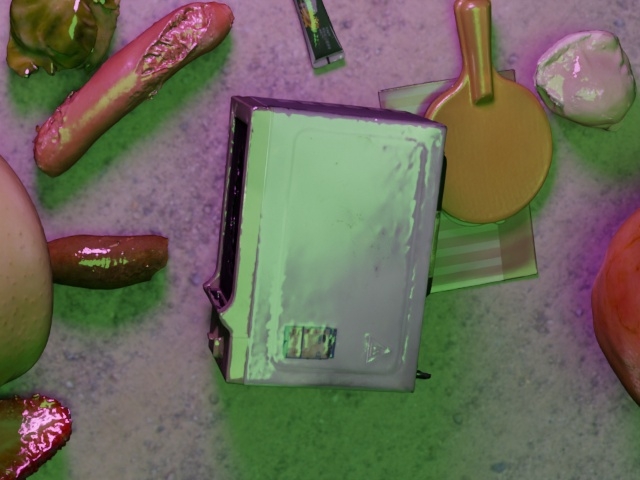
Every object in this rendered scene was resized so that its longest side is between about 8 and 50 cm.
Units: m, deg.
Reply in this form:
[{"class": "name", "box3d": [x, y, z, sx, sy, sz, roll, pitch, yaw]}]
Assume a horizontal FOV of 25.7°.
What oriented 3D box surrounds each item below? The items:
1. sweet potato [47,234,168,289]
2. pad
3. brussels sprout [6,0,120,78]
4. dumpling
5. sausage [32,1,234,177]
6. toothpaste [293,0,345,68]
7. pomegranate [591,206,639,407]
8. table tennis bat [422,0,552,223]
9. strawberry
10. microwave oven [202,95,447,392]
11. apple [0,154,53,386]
[{"class": "sweet potato", "box3d": [-0.320, 0.033, 1.863, 0.243, 0.077, 0.077, -5, 101, -12]}, {"class": "pad", "box3d": [0.197, -0.079, 1.980, 0.202, 0.005, 0.300, -10, 102, -10]}, {"class": "brussels sprout", "box3d": [-0.331, -0.293, 1.795, 0.139, 0.100, 0.181, 28, 107, 4]}, {"class": "dumpling", "box3d": [0.373, -0.223, 1.940, 0.199, 0.118, 0.136, 29, 85, -43]}, {"class": "sausage", "box3d": [-0.248, -0.207, 1.829, 0.326, 0.087, 0.079, -40, 69, -2]}, {"class": "toothpaste", "box3d": [-0.021, -0.332, 1.879, 0.049, 0.031, 0.204, -22, 105, -6]}, {"class": "pomegranate", "box3d": [0.573, 0.087, 1.910, 0.411, 0.411, 0.412, -2, 100, -11]}, {"class": "table tennis bat", "box3d": [0.224, -0.179, 1.941, 0.198, 0.050, 0.321, -10, 105, -11]}, {"class": "strawberry", "box3d": [-0.459, 0.293, 1.874, 0.235, 0.107, 0.175, 9, 61, -14]}, {"class": "microwave oven", "box3d": [0.000, 0.000, 1.847, 0.286, 0.218, 0.355, 3, 99, -13]}, {"class": "apple", "box3d": [-0.501, 0.041, 1.695, 0.357, 0.357, 0.357, -2, 100, -11]}]
